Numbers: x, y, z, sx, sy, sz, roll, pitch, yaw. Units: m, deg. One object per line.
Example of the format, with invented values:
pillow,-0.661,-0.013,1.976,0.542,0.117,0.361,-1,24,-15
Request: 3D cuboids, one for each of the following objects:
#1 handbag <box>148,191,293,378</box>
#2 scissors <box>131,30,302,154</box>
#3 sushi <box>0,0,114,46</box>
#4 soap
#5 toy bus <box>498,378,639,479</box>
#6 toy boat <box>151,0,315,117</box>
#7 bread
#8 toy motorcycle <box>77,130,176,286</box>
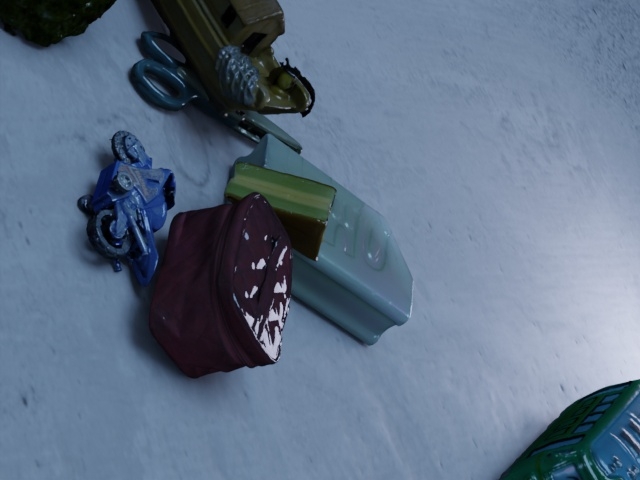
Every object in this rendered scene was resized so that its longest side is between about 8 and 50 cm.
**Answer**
handbag,-0.113,0.054,1.575,0.225,0.135,0.146,-81,149,-46
scissors,-0.144,-0.196,1.851,0.289,0.041,0.138,30,41,-24
sushi,-0.379,-0.446,1.672,0.352,0.178,0.294,41,35,-20
soap,0.000,0.000,1.806,0.289,0.095,0.173,35,40,-25
toy bus,0.419,0.346,1.918,0.184,0.199,0.343,57,37,3
toy boat,-0.158,-0.355,1.827,0.136,0.162,0.446,-3,54,-49
bread,-0.057,-0.039,1.684,0.139,0.084,0.074,15,51,-1
toy motorcycle,-0.232,-0.045,1.601,0.114,0.076,0.205,40,37,-31
